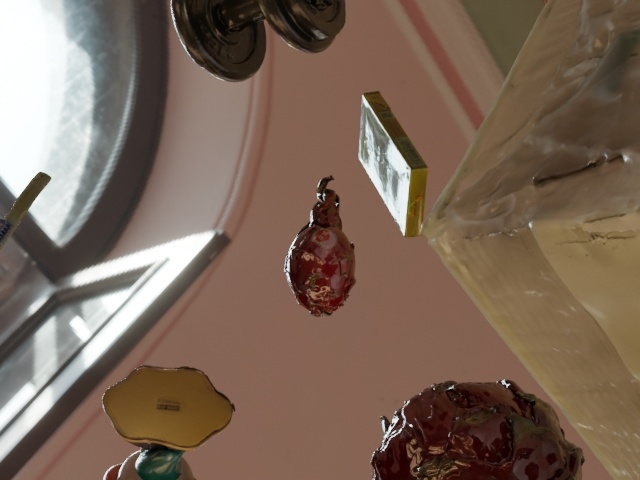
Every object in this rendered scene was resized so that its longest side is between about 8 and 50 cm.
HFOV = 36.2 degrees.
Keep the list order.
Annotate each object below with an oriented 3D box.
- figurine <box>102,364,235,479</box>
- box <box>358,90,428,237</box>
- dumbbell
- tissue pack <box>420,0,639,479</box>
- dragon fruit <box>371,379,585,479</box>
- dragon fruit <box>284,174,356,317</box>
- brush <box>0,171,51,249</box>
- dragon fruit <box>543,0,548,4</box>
[{"bbox_3d":[-0.223,0.321,1.319,0.208,0.180,0.257,37,-49,34],"label":"figurine"},{"bbox_3d":[0.133,-0.147,1.849,0.040,0.279,0.153,-9,-50,-13],"label":"box"},{"bbox_3d":[-0.092,-0.341,1.419,0.289,0.192,0.192,-13,-61,33],"label":"dumbbell"},{"bbox_3d":[0.273,0.010,0.611,0.207,0.297,0.380,-8,-47,47],"label":"tissue pack"},{"bbox_3d":[0.226,0.350,1.395,0.329,0.329,0.329,21,-43,21],"label":"dragon fruit"},{"bbox_3d":[0.000,0.000,1.238,0.094,0.191,0.094,1,-21,0],"label":"dragon fruit"},{"bbox_3d":[-0.493,-0.041,1.559,0.033,0.179,0.030,19,-22,33],"label":"brush"},{"bbox_3d":[0.334,-0.413,1.371,0.083,0.162,0.106,-18,-59,37],"label":"dragon fruit"}]
